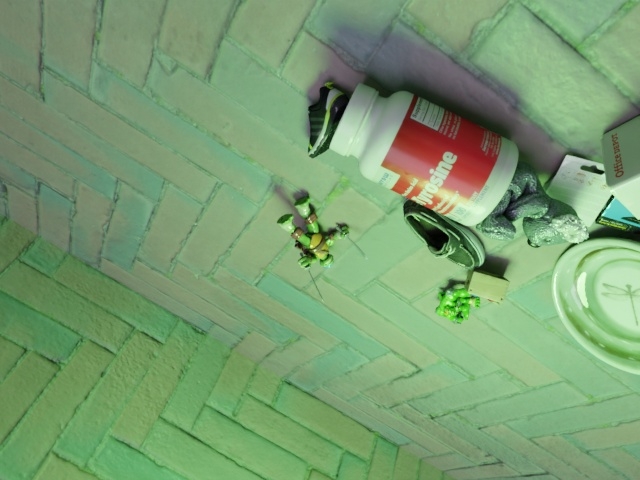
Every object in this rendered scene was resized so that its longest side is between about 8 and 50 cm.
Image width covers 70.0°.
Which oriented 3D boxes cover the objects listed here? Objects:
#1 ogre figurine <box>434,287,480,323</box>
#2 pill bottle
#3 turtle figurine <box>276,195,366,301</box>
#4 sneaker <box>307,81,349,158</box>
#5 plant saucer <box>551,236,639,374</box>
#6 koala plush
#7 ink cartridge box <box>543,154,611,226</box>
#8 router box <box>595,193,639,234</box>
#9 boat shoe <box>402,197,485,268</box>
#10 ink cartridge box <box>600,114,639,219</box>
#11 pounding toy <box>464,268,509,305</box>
[{"bbox_3d":[0.474,0.222,1.597,0.118,0.097,0.197,6,156,-5],"label":"ogre figurine"},{"bbox_3d":[0.241,-0.217,1.119,0.407,0.229,0.229,25,141,0],"label":"pill bottle"},{"bbox_3d":[0.000,0.000,1.513,0.198,0.275,0.266,-33,115,8],"label":"turtle figurine"},{"bbox_3d":[0.007,-0.330,1.252,0.097,0.084,0.235,46,141,12],"label":"sneaker"},{"bbox_3d":[0.843,0.168,1.250,0.400,0.100,0.400,43,145,41],"label":"plant saucer"},{"bbox_3d":[0.531,-0.064,1.122,0.221,0.196,0.203,27,102,11],"label":"koala plush"},{"bbox_3d":[0.652,-0.131,1.162,0.145,0.045,0.179,18,130,9],"label":"ink cartridge box"},{"bbox_3d":[0.802,-0.076,1.129,0.179,0.046,0.133,15,140,9],"label":"router box"},{"bbox_3d":[0.361,-0.002,1.379,0.335,0.119,0.121,38,139,-15],"label":"boat shoe"},{"bbox_3d":[0.735,-0.193,0.916,0.115,0.198,0.273,38,139,-17],"label":"ink cartridge box"},{"bbox_3d":[0.531,0.155,1.461,0.130,0.141,0.100,16,96,10],"label":"pounding toy"}]
